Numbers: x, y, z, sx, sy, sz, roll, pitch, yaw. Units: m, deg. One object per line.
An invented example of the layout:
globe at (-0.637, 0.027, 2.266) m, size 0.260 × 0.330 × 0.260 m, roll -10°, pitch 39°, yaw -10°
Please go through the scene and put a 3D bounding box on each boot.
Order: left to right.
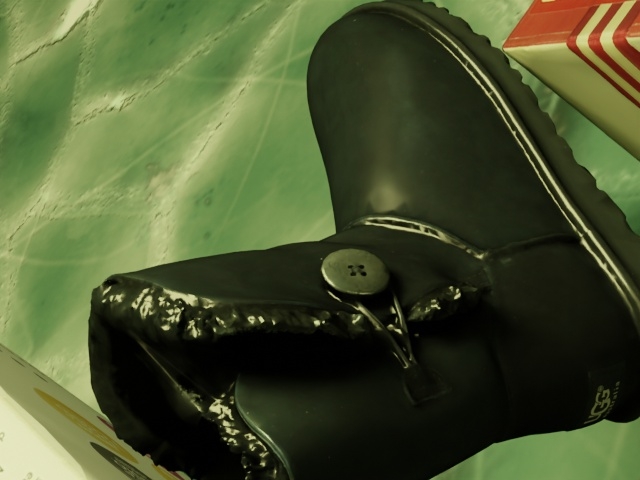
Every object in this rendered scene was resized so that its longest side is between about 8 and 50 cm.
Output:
boot at (0.000, 0.000, 0.695) m, size 0.246 × 0.207 × 0.094 m, roll 53°, pitch 142°, yaw 35°

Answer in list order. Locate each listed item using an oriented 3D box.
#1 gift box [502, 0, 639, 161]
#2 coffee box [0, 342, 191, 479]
gift box at (0.261, -0.094, 0.701) m, size 0.255 × 0.258 × 0.276 m, roll -53°, pitch 12°, yaw 0°
coffee box at (-0.119, 0.264, 0.714) m, size 0.338 × 0.337 × 0.334 m, roll -54°, pitch 33°, yaw -5°
